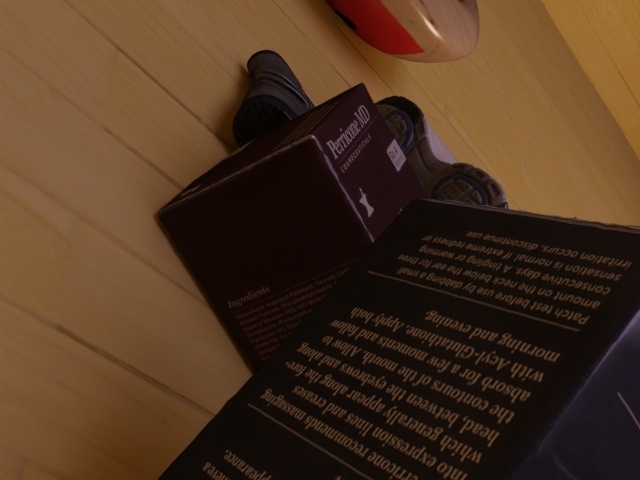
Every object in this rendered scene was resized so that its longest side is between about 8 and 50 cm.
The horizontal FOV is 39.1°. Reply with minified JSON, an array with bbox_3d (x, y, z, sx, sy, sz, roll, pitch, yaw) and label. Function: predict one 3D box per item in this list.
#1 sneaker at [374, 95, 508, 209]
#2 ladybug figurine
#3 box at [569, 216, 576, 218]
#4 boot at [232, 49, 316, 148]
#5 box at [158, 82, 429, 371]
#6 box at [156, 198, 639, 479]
[{"bbox_3d":[0.137,-0.071,1.130,0.129,0.111,0.297,42,9,-50],"label":"sneaker"},{"bbox_3d":[0.072,-0.427,1.295,0.449,0.162,0.305,47,33,-35],"label":"ladybug figurine"},{"bbox_3d":[0.134,0.107,0.876,0.079,0.257,0.322,60,27,-12],"label":"box"},{"bbox_3d":[-0.004,-0.087,0.984,0.246,0.083,0.161,57,20,-25],"label":"boot"},{"bbox_3d":[0.000,0.000,0.813,0.203,0.167,0.168,59,27,-13],"label":"box"},{"bbox_3d":[0.065,0.219,0.493,0.395,0.212,0.293,-47,119,-17],"label":"box"}]
